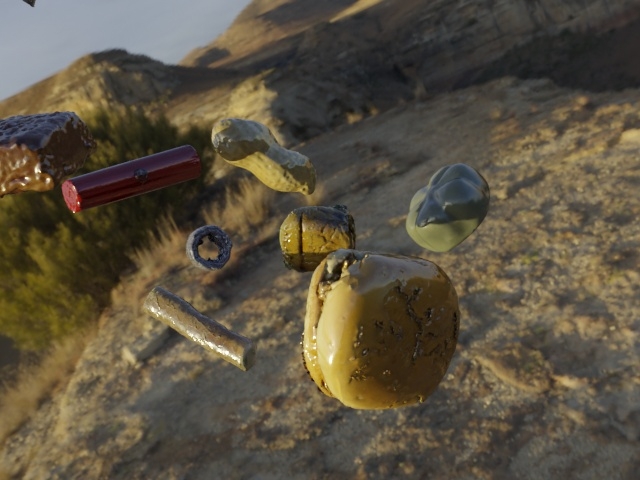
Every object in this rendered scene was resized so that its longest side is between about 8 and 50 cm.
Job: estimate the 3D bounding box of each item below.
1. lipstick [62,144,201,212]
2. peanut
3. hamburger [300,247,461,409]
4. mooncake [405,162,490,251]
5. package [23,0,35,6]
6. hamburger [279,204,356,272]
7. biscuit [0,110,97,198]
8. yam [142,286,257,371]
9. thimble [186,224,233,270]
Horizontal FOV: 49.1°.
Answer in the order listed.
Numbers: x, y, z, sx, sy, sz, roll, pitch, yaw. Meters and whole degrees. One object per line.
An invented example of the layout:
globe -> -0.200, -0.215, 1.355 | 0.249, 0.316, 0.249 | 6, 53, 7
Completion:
lipstick -> -0.361, -0.123, 1.371 | 0.279, 0.073, 0.073 | -24, 9, -39
peanut -> -0.117, -0.183, 1.533 | 0.117, 0.263, 0.101 | -63, 16, -22
hamburger -> 0.114, 0.164, 1.290 | 0.304, 0.284, 0.174 | 5, 4, -32
mooncake -> 0.354, -0.098, 1.985 | 0.275, 0.135, 0.275 | -47, 17, 20
package -> -0.546, -0.539, 1.279 | 0.027, 0.173, 0.171 | 10, -5, 9
hamburger -> 0.000, 0.000, 1.796 | 0.206, 0.183, 0.130 | -8, 32, -14
biscuit -> -0.831, -0.225, 1.855 | 0.394, 0.166, 0.343 | -9, 26, 5
yam -> -0.288, 0.206, 1.674 | 0.356, 0.081, 0.081 | 23, 41, 31
thimble -> -0.367, 0.025, 2.303 | 0.150, 0.150, 0.097 | -30, 6, -19
